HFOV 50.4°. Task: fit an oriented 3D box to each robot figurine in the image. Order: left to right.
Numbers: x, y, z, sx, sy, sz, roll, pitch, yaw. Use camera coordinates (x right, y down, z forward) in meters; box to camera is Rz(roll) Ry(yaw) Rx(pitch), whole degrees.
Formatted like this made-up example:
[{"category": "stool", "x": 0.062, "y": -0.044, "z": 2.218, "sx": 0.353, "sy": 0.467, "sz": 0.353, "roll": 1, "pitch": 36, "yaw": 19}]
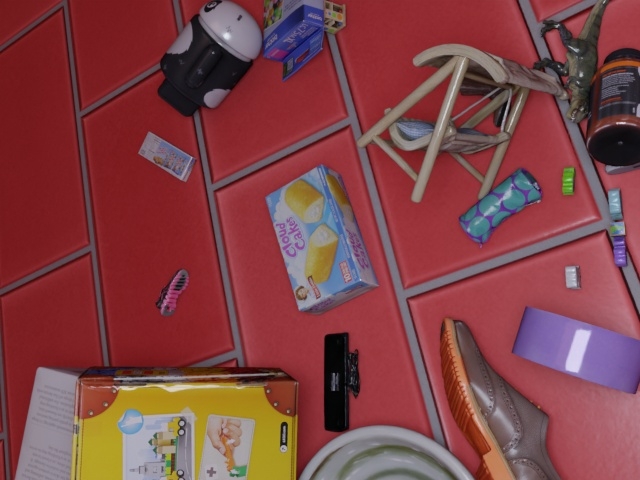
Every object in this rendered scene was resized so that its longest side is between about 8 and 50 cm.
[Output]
[{"category": "robot figurine", "x": -0.261, "y": -0.424, "z": 1.579, "sx": 0.278, "sy": 0.173, "sz": 0.209, "roll": -45, "pitch": 59, "yaw": 20}]

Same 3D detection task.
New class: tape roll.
[{"category": "tape roll", "x": 0.401, "y": 0.168, "z": 1.055, "sx": 0.189, "sy": 0.189, "sz": 0.080, "roll": 16, "pitch": 88, "yaw": 32}]

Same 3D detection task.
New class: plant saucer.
[{"category": "plant saucer", "x": 0.130, "y": 0.527, "z": 1.191, "sx": 0.400, "sy": 0.100, "sz": 0.400, "roll": -6, "pitch": 77, "yaw": 29}]

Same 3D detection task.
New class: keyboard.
[{"category": "keyboard", "x": 0.047, "y": 0.279, "z": 1.342, "sx": 0.100, "sy": 0.038, "sz": 0.192, "roll": -15, "pitch": 72, "yaw": 52}]

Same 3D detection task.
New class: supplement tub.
[{"category": "supplement tub", "x": 0.493, "y": -0.224, "z": 1.109, "sx": 0.106, "sy": 0.106, "sz": 0.198, "roll": -2, "pitch": 53, "yaw": 30}]

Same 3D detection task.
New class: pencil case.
[{"category": "pencil case", "x": 0.325, "y": -0.060, "z": 1.222, "sx": 0.151, "sy": 0.064, "sz": 0.070, "roll": -40, "pitch": 87, "yaw": 18}]

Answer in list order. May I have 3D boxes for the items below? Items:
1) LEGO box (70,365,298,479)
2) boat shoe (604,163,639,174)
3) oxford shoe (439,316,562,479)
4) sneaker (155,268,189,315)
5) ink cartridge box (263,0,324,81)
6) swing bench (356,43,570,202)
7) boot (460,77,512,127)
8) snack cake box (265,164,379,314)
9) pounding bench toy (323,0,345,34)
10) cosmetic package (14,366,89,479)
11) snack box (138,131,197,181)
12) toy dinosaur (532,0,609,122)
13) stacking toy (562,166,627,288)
[{"category": "LEGO box", "x": -0.241, "y": 0.485, "z": 1.204, "sx": 0.372, "sy": 0.193, "sz": 0.500, "roll": 3, "pitch": 85, "yaw": -12}, {"category": "boat shoe", "x": 0.541, "y": -0.146, "z": 1.123, "sx": 0.142, "sy": 0.049, "sz": 0.040, "roll": -13, "pitch": 72, "yaw": 30}, {"category": "oxford shoe", "x": 0.301, "y": 0.290, "z": 1.152, "sx": 0.132, "sy": 0.130, "sz": 0.364, "roll": -15, "pitch": 63, "yaw": -5}, {"category": "sneaker", "x": -0.354, "y": 0.116, "z": 1.604, "sx": 0.057, "sy": 0.047, "sz": 0.119, "roll": 31, "pitch": 95, "yaw": 43}, {"category": "ink cartridge box", "x": -0.063, "y": -0.535, "z": 1.517, "sx": 0.186, "sy": 0.065, "sz": 0.311, "roll": -19, "pitch": 70, "yaw": 55}, {"category": "swing bench", "x": 0.245, "y": -0.210, "z": 1.158, "sx": 0.165, "sy": 0.253, "sz": 0.255, "roll": 49, "pitch": 121, "yaw": 28}, {"category": "boot", "x": 0.307, "y": -0.274, "z": 1.298, "sx": 0.114, "sy": 0.037, "sz": 0.106, "roll": 18, "pitch": 90, "yaw": 36}, {"category": "snack cake box", "x": 0.000, "y": 0.000, "z": 1.389, "sx": 0.152, "sy": 0.089, "sz": 0.264, "roll": -28, "pitch": 66, "yaw": 22}, {"category": "pounding bench toy", "x": 0.012, "y": -0.487, "z": 1.506, "sx": 0.083, "sy": 0.065, "sz": 0.052, "roll": -17, "pitch": 69, "yaw": 56}, {"category": "cosmetic package", "x": -0.484, "y": 0.500, "z": 1.381, "sx": 0.230, "sy": 0.161, "sz": 0.453, "roll": 6, "pitch": 82, "yaw": 31}, {"category": "snack box", "x": -0.384, "y": -0.211, "z": 1.701, "sx": 0.178, "sy": 0.022, "sz": 0.064, "roll": 31, "pitch": 95, "yaw": 32}, {"category": "toy dinosaur", "x": 0.446, "y": -0.335, "z": 1.214, "sx": 0.118, "sy": 0.064, "sz": 0.268, "roll": 12, "pitch": 85, "yaw": 18}, {"category": "stacking toy", "x": 0.489, "y": -0.023, "z": 1.115, "sx": 0.167, "sy": 0.052, "sz": 0.221, "roll": -4, "pitch": 84, "yaw": 29}]
